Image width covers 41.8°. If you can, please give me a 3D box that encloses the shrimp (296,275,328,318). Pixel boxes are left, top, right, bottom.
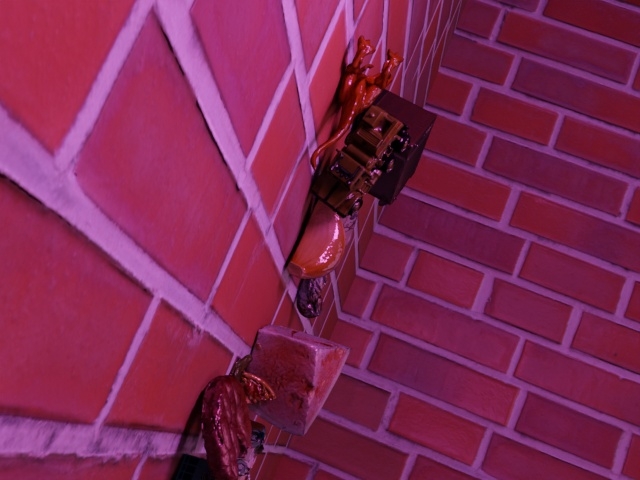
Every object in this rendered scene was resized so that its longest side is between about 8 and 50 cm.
[{"bbox_3d":[-0.013,0.107,2.330,0.090,0.079,0.232,-56,160,-77],"label":"shrimp"}]

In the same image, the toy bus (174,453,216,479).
[{"bbox_3d":[-0.260,0.513,1.655,0.079,0.092,0.160,88,18,-58],"label":"toy bus"}]

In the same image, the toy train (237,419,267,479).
[{"bbox_3d":[-0.203,0.524,2.050,0.072,0.099,0.188,92,21,-58],"label":"toy train"}]

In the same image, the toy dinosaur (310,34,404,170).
[{"bbox_3d":[0.079,-0.323,1.784,0.208,0.097,0.432,-60,174,34],"label":"toy dinosaur"}]

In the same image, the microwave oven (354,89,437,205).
[{"bbox_3d":[0.174,-0.253,2.274,0.178,0.188,0.247,-55,169,-40],"label":"microwave oven"}]

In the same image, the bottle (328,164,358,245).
[{"bbox_3d":[0.048,-0.096,2.087,0.110,0.110,0.233,-60,168,-49],"label":"bottle"}]

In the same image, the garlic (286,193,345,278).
[{"bbox_3d":[-0.007,-0.001,2.029,0.115,0.128,0.206,171,-65,-72],"label":"garlic"}]

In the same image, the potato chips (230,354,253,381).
[{"bbox_3d":[-0.202,0.353,1.878,0.142,0.026,0.209,87,26,-76],"label":"potato chips"}]

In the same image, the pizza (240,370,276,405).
[{"bbox_3d":[-0.149,0.357,1.961,0.029,0.099,0.100,-91,-163,-62],"label":"pizza"}]

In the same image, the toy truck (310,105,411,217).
[{"bbox_3d":[0.085,-0.182,1.908,0.257,0.127,0.127,-54,166,10],"label":"toy truck"}]

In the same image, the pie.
[{"bbox_3d":[-0.186,0.369,1.662,0.219,0.054,0.204,-9,91,-81],"label":"pie"}]

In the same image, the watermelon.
[{"bbox_3d":[-0.063,0.313,2.012,0.201,0.213,0.261,95,18,-63],"label":"watermelon"}]
